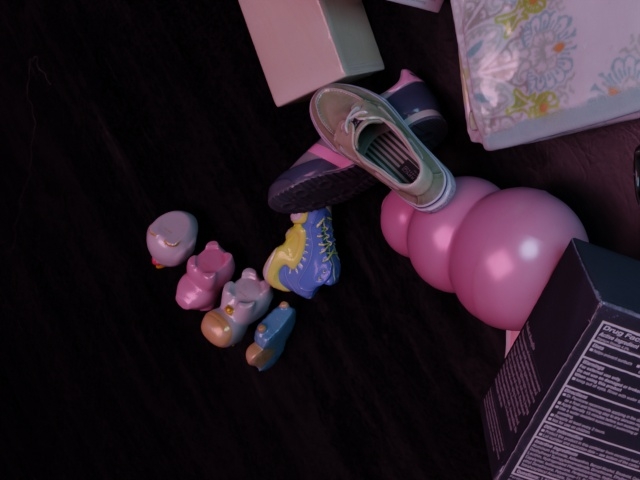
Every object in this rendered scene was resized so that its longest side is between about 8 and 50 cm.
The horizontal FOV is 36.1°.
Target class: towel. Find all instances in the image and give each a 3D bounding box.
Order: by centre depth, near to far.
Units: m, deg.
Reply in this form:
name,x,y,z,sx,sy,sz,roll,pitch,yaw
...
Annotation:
name,x,y,z,sx,sy,sz,roll,pitch,yaw
towel,0.327,-0.299,1.247,0.375,0.090,0.320,-10,86,45

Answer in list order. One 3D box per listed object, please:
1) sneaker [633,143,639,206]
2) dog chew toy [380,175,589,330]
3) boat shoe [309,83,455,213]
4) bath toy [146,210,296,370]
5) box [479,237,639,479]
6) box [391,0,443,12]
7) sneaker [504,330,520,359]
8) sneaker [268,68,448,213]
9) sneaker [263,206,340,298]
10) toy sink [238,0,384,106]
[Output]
name,x,y,z,sx,sy,sz,roll,pitch,yaw
sneaker,0.470,-0.027,1.313,0.081,0.090,0.232,-19,87,38
dog chew toy,0.223,-0.001,1.447,0.332,0.207,0.206,25,114,39
boat shoe,0.080,-0.154,1.431,0.109,0.094,0.302,-49,54,2
bath toy,-0.201,0.090,1.837,0.348,0.151,0.129,42,157,24
box,0.408,0.195,1.274,0.296,0.182,0.294,19,117,-8
box,0.083,-0.435,1.437,0.182,0.181,0.119,51,127,44
sneaker,0.321,0.180,1.495,0.070,0.051,0.134,4,98,42
sneaker,0.047,-0.155,1.577,0.319,0.112,0.131,-26,60,17
sneaker,0.000,0.000,1.698,0.126,0.091,0.240,33,119,7
toy sink,-0.019,-0.356,1.594,0.153,0.131,0.234,-19,93,38
